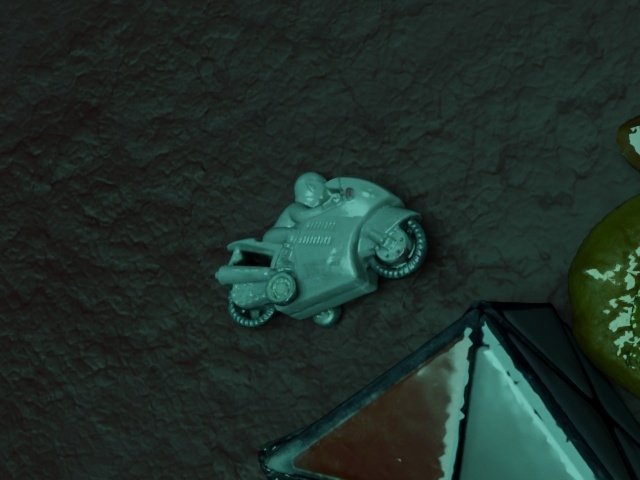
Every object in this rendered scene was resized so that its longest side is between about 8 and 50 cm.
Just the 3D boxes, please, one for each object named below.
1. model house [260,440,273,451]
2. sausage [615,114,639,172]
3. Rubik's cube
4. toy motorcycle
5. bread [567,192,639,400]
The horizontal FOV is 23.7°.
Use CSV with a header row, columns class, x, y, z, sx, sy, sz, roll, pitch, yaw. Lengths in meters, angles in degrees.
class,x,y,z,sx,sy,sz,roll,pitch,yaw
model house,-0.024,0.258,1.725,0.066,0.083,0.078,-35,74,12
sausage,0.406,-0.107,1.605,0.179,0.089,0.089,-2,85,23
Rubik's cube,0.167,0.257,1.541,0.305,0.310,0.307,-39,74,16
toy motorcycle,0.000,0.000,1.736,0.260,0.110,0.170,-20,62,25
bread,0.391,0.059,1.560,0.268,0.146,0.268,-2,82,16
